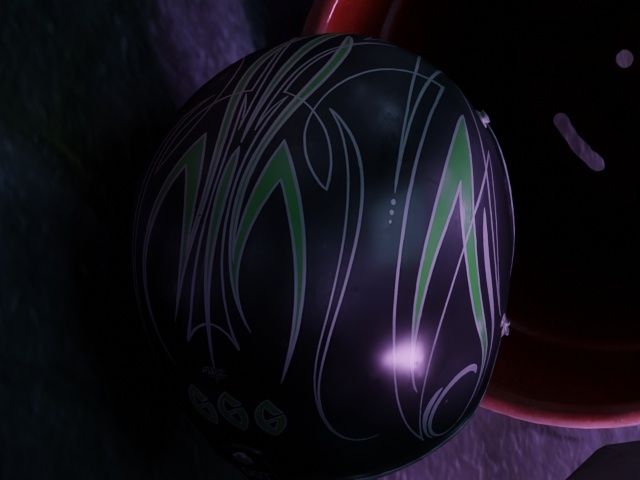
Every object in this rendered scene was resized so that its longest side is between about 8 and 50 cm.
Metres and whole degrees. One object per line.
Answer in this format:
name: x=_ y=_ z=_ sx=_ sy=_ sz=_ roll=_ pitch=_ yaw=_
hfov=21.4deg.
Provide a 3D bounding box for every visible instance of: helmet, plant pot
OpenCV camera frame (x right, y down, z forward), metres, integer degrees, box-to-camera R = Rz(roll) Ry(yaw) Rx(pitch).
helmet: x=0.000 y=0.000 z=0.697 sx=0.169 sy=0.169 sz=0.161 roll=-48 pitch=138 yaw=-50
plant pot: x=0.160 y=-0.074 z=0.885 sx=0.265 sy=0.272 sz=0.272 roll=-31 pitch=108 yaw=-63

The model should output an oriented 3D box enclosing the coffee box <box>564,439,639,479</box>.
coffee box: x=0.141 y=0.221 z=0.498 sx=0.168 sy=0.119 sz=0.297 roll=-26 pitch=101 yaw=-55
